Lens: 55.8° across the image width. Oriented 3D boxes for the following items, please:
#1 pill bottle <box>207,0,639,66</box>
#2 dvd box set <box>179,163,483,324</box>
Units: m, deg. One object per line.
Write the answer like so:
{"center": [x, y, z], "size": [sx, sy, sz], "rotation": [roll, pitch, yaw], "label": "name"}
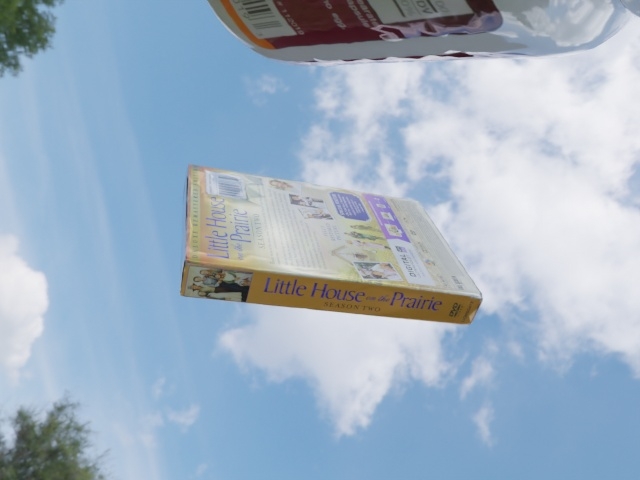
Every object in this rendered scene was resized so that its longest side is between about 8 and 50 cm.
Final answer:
{"center": [0.095, -0.238, 0.409], "size": [0.392, 0.224, 0.224], "rotation": [16, -64, 47], "label": "pill bottle"}
{"center": [0.000, 0.000, 0.930], "size": [0.308, 0.420, 0.062], "rotation": [-111, -148, -57], "label": "dvd box set"}
